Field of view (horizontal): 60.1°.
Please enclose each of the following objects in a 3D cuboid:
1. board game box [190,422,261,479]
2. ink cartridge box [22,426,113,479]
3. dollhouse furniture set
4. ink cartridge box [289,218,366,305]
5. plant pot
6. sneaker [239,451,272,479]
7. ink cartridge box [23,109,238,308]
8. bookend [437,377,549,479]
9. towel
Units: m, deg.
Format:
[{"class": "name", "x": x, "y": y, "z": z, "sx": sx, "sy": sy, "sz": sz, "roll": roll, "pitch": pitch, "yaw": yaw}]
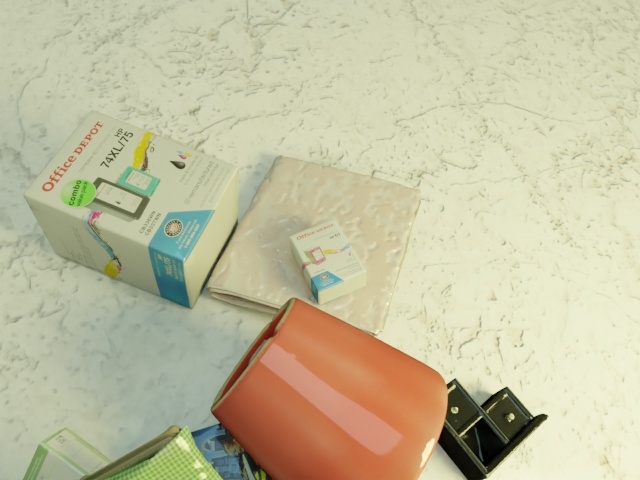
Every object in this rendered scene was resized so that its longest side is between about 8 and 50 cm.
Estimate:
[{"class": "board game box", "x": -0.169, "y": 0.358, "z": 0.824, "sx": 0.194, "sy": 0.060, "sz": 0.194, "roll": -1, "pitch": 62, "yaw": -9}, {"class": "ink cartridge box", "x": -0.295, "y": 0.386, "z": 0.737, "sx": 0.235, "sy": 0.056, "sz": 0.171, "roll": 32, "pitch": 105, "yaw": 10}, {"class": "dollhouse furniture set", "x": -0.237, "y": 0.390, "z": 0.637, "sx": 0.301, "sy": 0.151, "sz": 0.197, "roll": -31, "pitch": 109, "yaw": 5}, {"class": "ink cartridge box", "x": 0.011, "y": 0.034, "z": 0.932, "sx": 0.088, "sy": 0.052, "sz": 0.122, "roll": -22, "pitch": 56, "yaw": -12}, {"class": "plant pot", "x": 0.000, "y": 0.227, "z": 0.776, "sx": 0.243, "sy": 0.275, "sz": 0.275, "roll": 38, "pitch": 62, "yaw": -4}, {"class": "sneaker", "x": -0.089, "y": 0.342, "z": 0.798, "sx": 0.035, "sy": 0.031, "sz": 0.083, "roll": -19, "pitch": 70, "yaw": -33}, {"class": "ink cartridge box", "x": -0.303, "y": -0.049, "z": 0.944, "sx": 0.270, "sy": 0.197, "sz": 0.198, "roll": 21, "pitch": 60, "yaw": 3}, {"class": "bookend", "x": 0.263, "y": 0.287, "z": 0.927, "sx": 0.157, "sy": 0.072, "sz": 0.156, "roll": -31, "pitch": 70, "yaw": -23}, {"class": "towel", "x": 0.000, "y": 0.000, "z": 1.019, "sx": 0.317, "sy": 0.053, "sz": 0.332, "roll": 15, "pitch": 56, "yaw": 13}]
